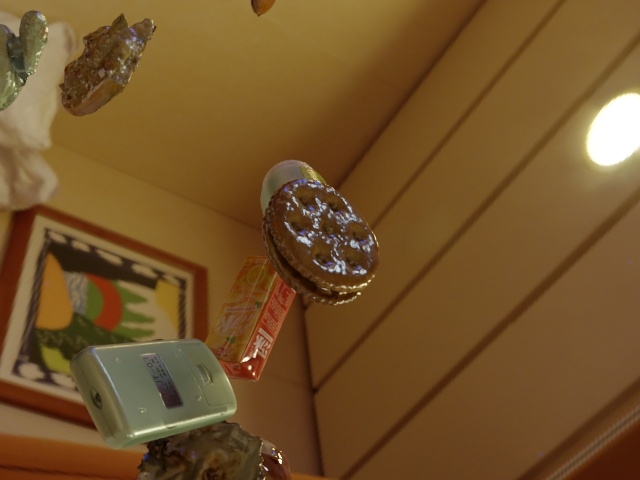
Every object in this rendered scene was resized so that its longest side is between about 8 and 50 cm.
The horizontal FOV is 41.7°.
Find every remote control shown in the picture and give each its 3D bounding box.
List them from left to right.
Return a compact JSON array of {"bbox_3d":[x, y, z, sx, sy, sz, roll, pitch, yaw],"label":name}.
[{"bbox_3d":[-0.220,0.201,1.163,0.056,0.296,0.140,-34,-105,17],"label":"remote control"}]

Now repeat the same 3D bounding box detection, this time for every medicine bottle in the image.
[{"bbox_3d":[-0.044,-0.067,1.630,0.139,0.139,0.225,-59,-161,15],"label":"medicine bottle"}]

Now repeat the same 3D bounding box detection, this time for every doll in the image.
[{"bbox_3d":[-0.430,-0.214,1.074,0.214,0.071,0.103,-33,-105,14],"label":"doll"}]

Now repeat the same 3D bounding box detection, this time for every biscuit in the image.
[{"bbox_3d":[0.000,0.000,1.368,0.066,0.220,0.220,-43,-146,39],"label":"biscuit"}]

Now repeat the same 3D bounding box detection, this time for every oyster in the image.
[{"bbox_3d":[-0.166,0.426,1.208,0.198,0.133,0.337,-13,-126,16],"label":"oyster"}]

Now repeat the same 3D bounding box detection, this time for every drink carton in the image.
[{"bbox_3d":[-0.121,0.134,1.480,0.096,0.071,0.223,0,-128,32],"label":"drink carton"}]

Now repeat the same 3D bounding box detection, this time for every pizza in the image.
[{"bbox_3d":[-0.426,-0.347,1.634,0.323,0.089,0.223,5,-115,58],"label":"pizza"}]

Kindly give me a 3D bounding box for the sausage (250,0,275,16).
[{"bbox_3d":[-0.081,-0.403,1.197,0.062,0.054,0.183,-70,164,-52],"label":"sausage"}]

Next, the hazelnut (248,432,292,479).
[{"bbox_3d":[-0.164,0.506,1.587,0.261,0.241,0.261,-29,-159,13],"label":"hazelnut"}]
